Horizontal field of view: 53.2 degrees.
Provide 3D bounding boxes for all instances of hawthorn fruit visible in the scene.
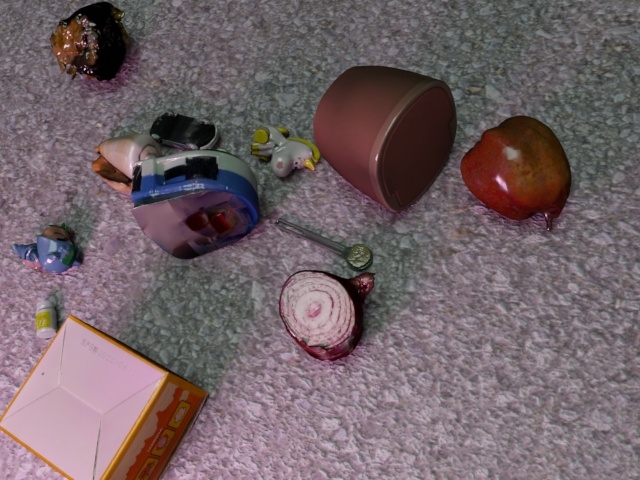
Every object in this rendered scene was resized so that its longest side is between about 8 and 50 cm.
[{"bbox_3d":[0.425,-0.130,1.348,0.208,0.208,0.248,-33,77,-3],"label":"hawthorn fruit"}]

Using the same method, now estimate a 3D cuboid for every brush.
[{"bbox_3d":[0.000,0.000,1.476,0.266,0.027,0.062,23,71,24],"label":"brush"}]

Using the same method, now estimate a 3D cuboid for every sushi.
[{"bbox_3d":[-0.645,-0.570,1.844,0.200,0.204,0.213,-9,96,33],"label":"sushi"}]

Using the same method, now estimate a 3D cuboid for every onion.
[{"bbox_3d":[0.029,0.139,1.336,0.218,0.140,0.195,-38,65,-6],"label":"onion"}]

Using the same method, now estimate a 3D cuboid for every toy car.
[{"bbox_3d":[-0.361,-0.285,1.698,0.205,0.056,0.095,16,69,18],"label":"toy car"}]

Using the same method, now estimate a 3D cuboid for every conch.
[{"bbox_3d":[-0.497,-0.209,1.677,0.255,0.127,0.158,22,105,45],"label":"conch"}]

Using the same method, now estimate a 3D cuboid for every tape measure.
[{"bbox_3d":[-0.274,-0.095,1.462,0.262,0.259,0.138,-18,61,5],"label":"tape measure"}]

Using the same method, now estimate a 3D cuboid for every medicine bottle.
[{"bbox_3d":[-0.662,0.190,1.542,0.047,0.047,0.083,-20,62,4],"label":"medicine bottle"}]

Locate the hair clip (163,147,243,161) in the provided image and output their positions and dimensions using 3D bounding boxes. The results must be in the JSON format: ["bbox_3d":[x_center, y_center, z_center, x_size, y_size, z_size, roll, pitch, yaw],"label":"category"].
[{"bbox_3d":[-0.294,-0.165,1.611,0.219,0.071,0.159,-3,65,12],"label":"hair clip"}]

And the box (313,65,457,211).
[{"bbox_3d":[0.139,-0.239,1.422,0.216,0.301,0.301,31,75,34],"label":"box"}]

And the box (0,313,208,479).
[{"bbox_3d":[-0.436,0.345,1.312,0.284,0.214,0.259,23,74,25],"label":"box"}]

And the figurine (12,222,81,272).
[{"bbox_3d":[-0.689,0.012,1.612,0.178,0.114,0.144,-4,61,22],"label":"figurine"}]

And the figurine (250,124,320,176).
[{"bbox_3d":[-0.086,-0.222,1.580,0.178,0.109,0.130,38,56,24],"label":"figurine"}]
